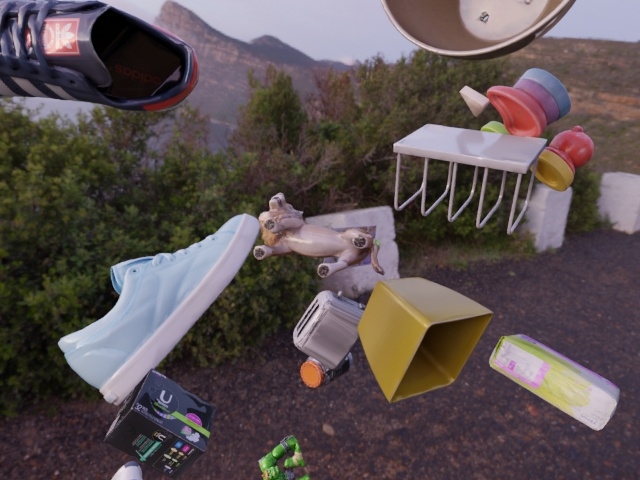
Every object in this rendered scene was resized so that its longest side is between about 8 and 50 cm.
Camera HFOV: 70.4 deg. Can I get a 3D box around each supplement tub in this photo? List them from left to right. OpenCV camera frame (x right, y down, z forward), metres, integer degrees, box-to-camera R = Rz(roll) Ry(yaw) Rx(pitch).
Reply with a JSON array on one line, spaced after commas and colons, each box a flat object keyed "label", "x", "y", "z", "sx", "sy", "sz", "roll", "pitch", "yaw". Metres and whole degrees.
[{"label": "supplement tub", "x": 0.022, "y": 0.453, "z": 1.641, "sx": 0.117, "sy": 0.117, "sz": 0.190, "roll": 20, "pitch": 18, "yaw": 33}]

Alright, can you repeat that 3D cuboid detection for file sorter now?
[{"label": "file sorter", "x": 0.330, "y": -0.143, "z": 1.027, "sx": 0.277, "sy": 0.173, "sz": 0.193, "roll": 16, "pitch": 34, "yaw": 30}]

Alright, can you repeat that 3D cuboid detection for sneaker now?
[{"label": "sneaker", "x": -0.302, "y": -0.215, "z": 0.492, "sx": 0.350, "sy": 0.131, "sz": 0.148, "roll": -5, "pitch": 13, "yaw": -31}, {"label": "sneaker", "x": -0.512, "y": 0.665, "z": 1.171, "sx": 0.094, "sy": 0.258, "sz": 0.091, "roll": 21, "pitch": 30, "yaw": -29}, {"label": "sneaker", "x": -0.238, "y": 0.060, "z": 0.709, "sx": 0.150, "sy": 0.135, "sz": 0.366, "roll": 43, "pitch": 56, "yaw": -10}]

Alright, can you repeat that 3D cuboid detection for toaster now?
[{"label": "toaster", "x": 0.023, "y": 0.249, "z": 1.258, "sx": 0.146, "sy": 0.227, "sz": 0.129, "roll": 32, "pitch": 11, "yaw": -11}]

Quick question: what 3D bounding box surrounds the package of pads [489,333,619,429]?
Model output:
[{"label": "package of pads", "x": 0.620, "y": 0.359, "z": 1.202, "sx": 0.296, "sy": 0.101, "sz": 0.229, "roll": 29, "pitch": 10, "yaw": 35}]

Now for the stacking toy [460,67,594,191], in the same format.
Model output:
[{"label": "stacking toy", "x": 0.512, "y": -0.296, "z": 1.109, "sx": 0.309, "sy": 0.130, "sz": 0.279, "roll": 46, "pitch": 4, "yaw": -35}]

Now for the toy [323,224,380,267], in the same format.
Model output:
[{"label": "toy", "x": 0.110, "y": 0.026, "z": 1.407, "sx": 0.056, "sy": 0.137, "sz": 0.237, "roll": 17, "pitch": 16, "yaw": 39}]

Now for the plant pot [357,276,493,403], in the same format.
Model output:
[{"label": "plant pot", "x": 0.205, "y": 0.194, "z": 1.000, "sx": 0.212, "sy": 0.212, "sz": 0.187, "roll": -2, "pitch": 32, "yaw": -37}]

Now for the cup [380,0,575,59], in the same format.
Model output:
[{"label": "cup", "x": 0.289, "y": -0.449, "z": 0.759, "sx": 0.331, "sy": 0.331, "sz": 0.237, "roll": 18, "pitch": 13, "yaw": 27}]

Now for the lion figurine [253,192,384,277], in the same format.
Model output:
[{"label": "lion figurine", "x": 0.000, "y": 0.000, "z": 1.094, "sx": 0.392, "sy": 0.142, "sz": 0.240, "roll": 20, "pitch": 13, "yaw": 21}]

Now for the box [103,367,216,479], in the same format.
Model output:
[{"label": "box", "x": -0.157, "y": 0.184, "z": 0.455, "sx": 0.083, "sy": 0.052, "sz": 0.062, "roll": 38, "pitch": 15, "yaw": -16}]

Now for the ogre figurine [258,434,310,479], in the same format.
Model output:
[{"label": "ogre figurine", "x": -0.091, "y": 0.617, "z": 1.184, "sx": 0.118, "sy": 0.097, "sz": 0.197, "roll": -18, "pitch": 56, "yaw": -12}]
